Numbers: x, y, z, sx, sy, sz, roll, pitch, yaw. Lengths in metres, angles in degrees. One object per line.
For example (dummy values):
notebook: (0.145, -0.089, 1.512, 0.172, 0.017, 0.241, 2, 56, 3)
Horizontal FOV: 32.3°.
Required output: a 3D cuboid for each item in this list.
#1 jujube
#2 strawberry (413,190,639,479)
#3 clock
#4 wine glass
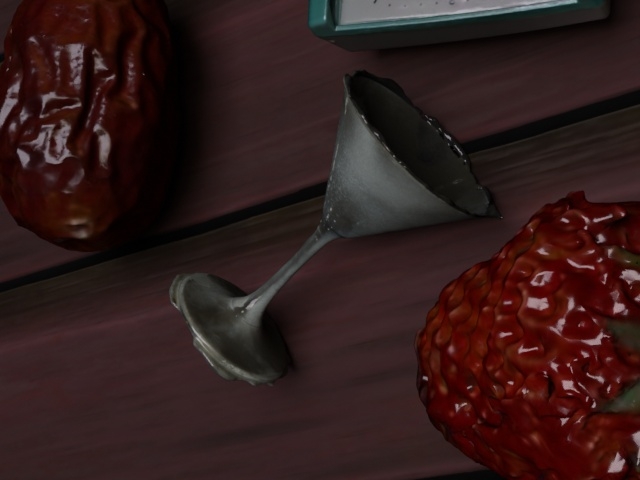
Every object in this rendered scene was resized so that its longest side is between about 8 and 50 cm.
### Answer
jujube: (-0.202, -0.116, 0.973, 0.174, 0.174, 0.251, -1, 72, 32)
strawberry: (0.151, 0.077, 0.720, 0.244, 0.205, 0.205, -3, 78, 52)
clock: (0.115, -0.280, 0.853, 0.231, 0.116, 0.262, -2, 80, 27)
wine glass: (0.000, 0.000, 0.845, 0.232, 0.156, 0.156, -45, 60, 22)
